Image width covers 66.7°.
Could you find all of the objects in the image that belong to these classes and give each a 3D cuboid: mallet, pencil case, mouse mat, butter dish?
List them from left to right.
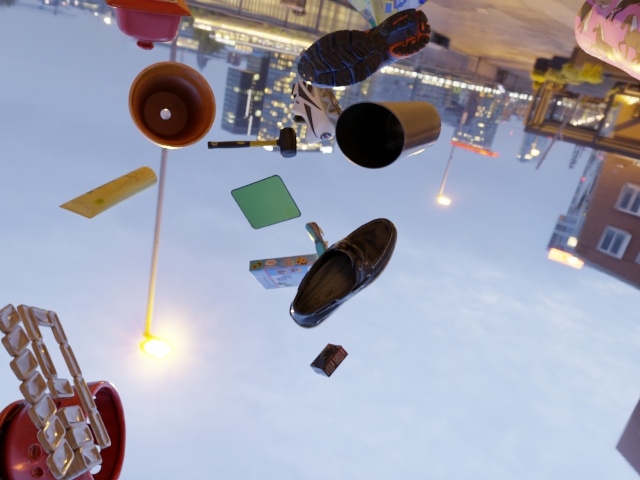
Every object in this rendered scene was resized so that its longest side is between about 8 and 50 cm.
[{"bbox_3d":[-0.357,-0.451,0.995,0.160,0.118,0.160,-5,-137,-26],"label":"butter dish"},{"bbox_3d":[-0.142,-0.197,1.033,0.190,0.062,0.039,-10,161,-8],"label":"mallet"},{"bbox_3d":[-0.166,-0.113,1.477,0.190,0.152,0.007,-15,-151,28],"label":"mouse mat"},{"bbox_3d":[0.569,-0.300,0.752,0.167,0.160,0.386,-28,-142,13],"label":"pencil case"}]

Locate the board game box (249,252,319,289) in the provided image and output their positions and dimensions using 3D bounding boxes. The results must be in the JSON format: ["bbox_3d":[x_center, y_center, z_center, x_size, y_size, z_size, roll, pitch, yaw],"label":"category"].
[{"bbox_3d":[-0.081,0.092,1.416,0.212,0.039,0.160,-6,154,10],"label":"board game box"}]

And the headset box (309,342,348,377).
[{"bbox_3d":[0.023,0.284,1.167,0.083,0.032,0.062,-46,-161,-24],"label":"headset box"}]

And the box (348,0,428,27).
[{"bbox_3d":[0.161,-0.635,0.953,0.177,0.279,0.290,58,-176,27],"label":"box"}]

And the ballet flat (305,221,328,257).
[{"bbox_3d":[0.000,0.000,1.295,0.041,0.114,0.041,-26,179,-1],"label":"ballet flat"}]

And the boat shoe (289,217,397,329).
[{"bbox_3d":[0.054,0.062,1.136,0.127,0.340,0.113,47,172,21],"label":"boat shoe"}]

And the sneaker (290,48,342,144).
[{"bbox_3d":[-0.037,-0.419,1.411,0.122,0.146,0.330,35,-148,-51],"label":"sneaker"}]

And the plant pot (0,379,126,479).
[{"bbox_3d":[-0.453,0.348,0.841,0.174,0.190,0.191,-6,-158,-2],"label":"plant pot"}]

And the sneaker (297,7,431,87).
[{"bbox_3d":[0.065,-0.288,0.759,0.221,0.083,0.087,-22,-170,-16],"label":"sneaker"}]

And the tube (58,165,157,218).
[{"bbox_3d":[-0.493,-0.113,1.165,0.070,0.062,0.240,-22,-166,35],"label":"tube"}]

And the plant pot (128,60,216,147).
[{"bbox_3d":[-0.390,-0.338,1.260,0.205,0.204,0.188,3,-175,-23],"label":"plant pot"}]

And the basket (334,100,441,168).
[{"bbox_3d":[0.187,-0.272,1.200,0.205,0.154,0.227,19,-152,40],"label":"basket"}]

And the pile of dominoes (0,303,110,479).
[{"bbox_3d":[-0.382,0.206,0.674,0.040,0.251,0.196,-28,168,-11],"label":"pile of dominoes"}]
